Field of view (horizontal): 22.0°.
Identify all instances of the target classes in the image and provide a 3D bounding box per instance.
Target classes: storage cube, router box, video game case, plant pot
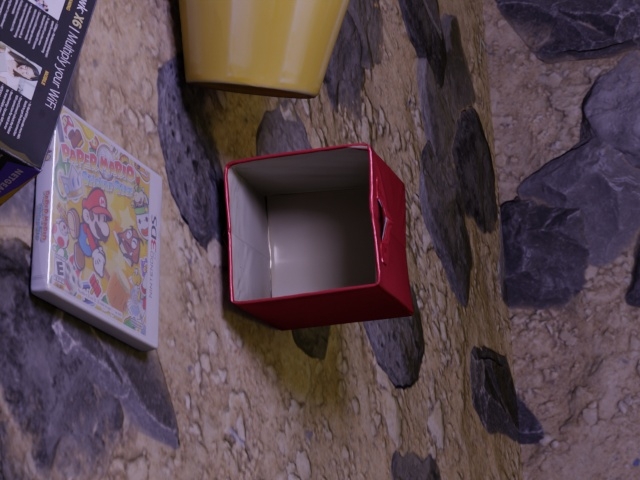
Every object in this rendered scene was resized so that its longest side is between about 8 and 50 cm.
[{"bbox_3d":[0.000,0.000,2.067,0.193,0.215,0.183,39,46,-68],"label":"storage cube"},{"bbox_3d":[-0.319,-0.213,1.395,0.243,0.081,0.309,32,46,-25],"label":"router box"},{"bbox_3d":[-0.231,-0.011,1.737,0.227,0.026,0.206,38,47,-59],"label":"video game case"},{"bbox_3d":[-0.069,-0.299,1.991,0.254,0.254,0.239,5,91,-68],"label":"plant pot"}]
